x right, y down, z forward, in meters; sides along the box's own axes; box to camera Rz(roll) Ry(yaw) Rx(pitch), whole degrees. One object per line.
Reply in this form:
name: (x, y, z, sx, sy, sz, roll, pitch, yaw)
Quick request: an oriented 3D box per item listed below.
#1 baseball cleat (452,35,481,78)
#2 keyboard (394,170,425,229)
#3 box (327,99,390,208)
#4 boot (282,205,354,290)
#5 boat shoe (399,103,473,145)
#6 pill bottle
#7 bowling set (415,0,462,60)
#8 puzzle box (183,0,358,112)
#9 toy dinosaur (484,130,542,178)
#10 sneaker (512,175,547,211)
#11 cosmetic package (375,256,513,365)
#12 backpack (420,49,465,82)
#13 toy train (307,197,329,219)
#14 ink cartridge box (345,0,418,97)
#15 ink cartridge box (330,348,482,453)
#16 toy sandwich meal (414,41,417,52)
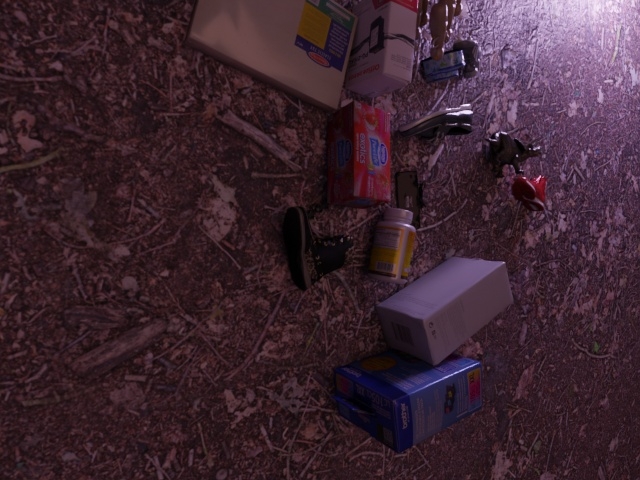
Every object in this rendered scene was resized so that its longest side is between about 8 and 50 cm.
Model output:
baseball cleat: (0.487, -0.593, 1.364, 0.206, 0.072, 0.109, -16, 105, -51)
keyboard: (0.284, -0.125, 1.328, 0.100, 0.038, 0.191, -6, 98, -9)
box: (0.103, -0.223, 1.123, 0.128, 0.123, 0.256, 6, 80, -33)
boot: (-0.001, 0.000, 1.107, 0.179, 0.085, 0.236, -22, 121, -31)
boat shoe: (0.378, -0.355, 1.315, 0.320, 0.116, 0.099, -24, 102, -34)
pill bottle: (0.214, 0.016, 1.235, 0.117, 0.117, 0.214, 13, 87, -32)
bowling set: (0.310, -0.676, 1.248, 0.287, 0.200, 0.154, -58, 152, -30)
puzzle box: (-0.102, -0.522, 1.035, 0.409, 0.052, 0.271, 16, 84, -32)
toy dinosaur: (0.663, -0.328, 1.516, 0.314, 0.121, 0.160, 14, 74, -28)
sneaker: (0.821, -0.216, 1.637, 0.221, 0.087, 0.128, 36, 66, -42)
cosmetic package: (0.392, 0.199, 1.306, 0.385, 0.217, 0.156, -25, 106, -26)
backpack: (0.391, -0.546, 1.308, 0.105, 0.114, 0.084, -26, 107, -29)
toy train: (-0.003, -0.089, 1.138, 0.158, 0.036, 0.027, -37, 104, -28)
ink cartridge box: (0.163, -0.532, 1.130, 0.100, 0.172, 0.237, 5, 91, -32)
ink cartridge box: (0.224, 0.430, 1.180, 0.396, 0.270, 0.151, -11, 97, -32)
toy sandwich meal: (0.257, -0.596, 1.270, 0.086, 0.029, 0.085, -3, 95, -32)
